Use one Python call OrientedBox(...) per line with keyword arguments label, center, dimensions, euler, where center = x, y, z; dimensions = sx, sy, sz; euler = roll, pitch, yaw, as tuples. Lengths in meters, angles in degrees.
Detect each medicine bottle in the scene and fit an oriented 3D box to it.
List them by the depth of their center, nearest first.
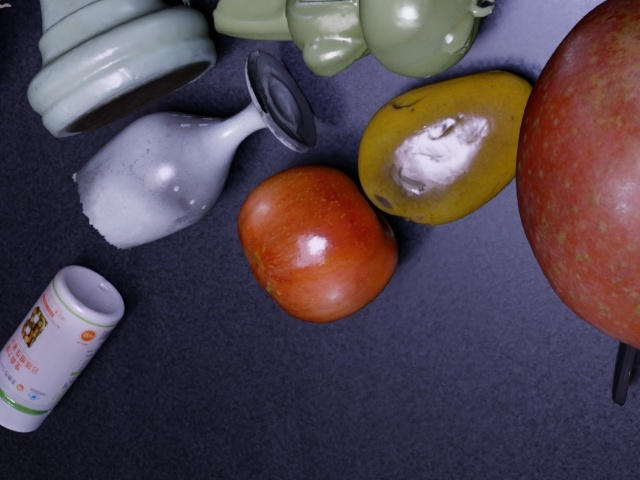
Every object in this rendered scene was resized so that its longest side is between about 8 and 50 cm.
OrientedBox(label="medicine bottle", center=(-0.295, 0.118, 2.164), dimensions=(0.086, 0.086, 0.183), euler=(40, 115, 4))

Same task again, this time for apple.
OrientedBox(label="apple", center=(0.337, -0.058, 1.736), dimensions=(0.348, 0.348, 0.277), euler=(40, 135, 4))
OrientedBox(label="apple", center=(0.000, 0.000, 1.979), dimensions=(0.139, 0.163, 0.163), euler=(-29, 96, 16))

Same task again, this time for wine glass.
OrientedBox(label="wine glass", center=(-0.129, -0.088, 2.014), dimensions=(0.241, 0.126, 0.126), euler=(-28, 96, 23))

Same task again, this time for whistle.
OrientedBox(label="whistle", center=(0.041, -0.216, 1.926), dimensions=(0.294, 0.141, 0.141), euler=(-4, 107, 41))

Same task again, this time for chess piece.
OrientedBox(label="chess piece", center=(-0.247, -0.271, 1.973), dimensions=(0.194, 0.194, 0.299), euler=(-27, 88, 25))

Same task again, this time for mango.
OrientedBox(label="mango", center=(0.126, -0.095, 1.934), dimensions=(0.195, 0.098, 0.137), euler=(-37, 89, 21))

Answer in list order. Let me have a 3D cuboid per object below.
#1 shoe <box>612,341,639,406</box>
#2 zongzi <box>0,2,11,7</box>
OrientedBox(label="shoe", center=(0.323, 0.092, 1.946), dimensions=(0.053, 0.062, 0.159), euler=(12, 111, 2))
OrientedBox(label="zongzi", center=(-0.424, -0.226, 2.074), dimensions=(0.184, 0.084, 0.187), euler=(39, 142, 11))
